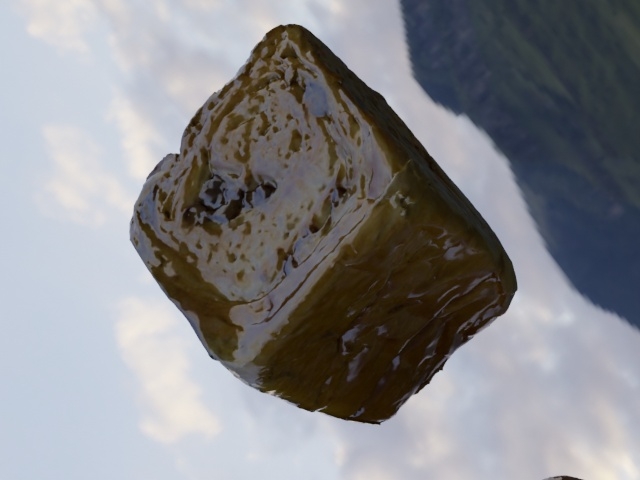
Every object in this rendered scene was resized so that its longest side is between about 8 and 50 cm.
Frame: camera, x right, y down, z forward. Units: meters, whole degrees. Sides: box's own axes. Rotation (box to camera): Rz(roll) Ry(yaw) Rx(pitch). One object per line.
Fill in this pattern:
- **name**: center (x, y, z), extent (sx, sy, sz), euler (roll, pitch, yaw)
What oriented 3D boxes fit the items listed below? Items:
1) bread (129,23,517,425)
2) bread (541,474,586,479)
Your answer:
- **bread**: center (0.000, 0.000, 0.710), extent (0.158, 0.149, 0.143), euler (55, -166, 31)
- **bread**: center (0.072, 0.231, 0.787), extent (0.123, 0.244, 0.190), euler (60, -151, -2)
